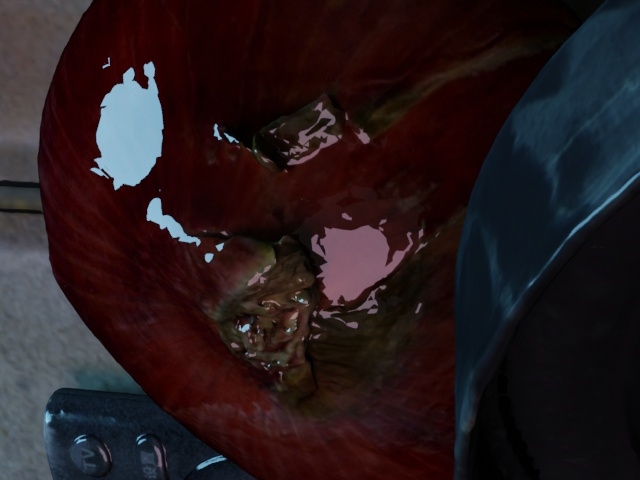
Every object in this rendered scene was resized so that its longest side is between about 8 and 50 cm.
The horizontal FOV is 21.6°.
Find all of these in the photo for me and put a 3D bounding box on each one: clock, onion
[{"bbox_3d":[0.224,0.026,0.467,0.386,0.076,0.386,-2,140,-1],"label":"clock"},{"bbox_3d":[0.002,-0.003,0.608,0.248,0.161,0.248,30,139,30],"label":"onion"}]

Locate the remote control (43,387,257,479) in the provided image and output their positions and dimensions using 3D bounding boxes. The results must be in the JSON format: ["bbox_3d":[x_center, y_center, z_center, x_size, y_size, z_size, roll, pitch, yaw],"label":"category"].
[{"bbox_3d":[0.055,0.124,0.733,0.377,0.044,0.107,3,119,22],"label":"remote control"}]
